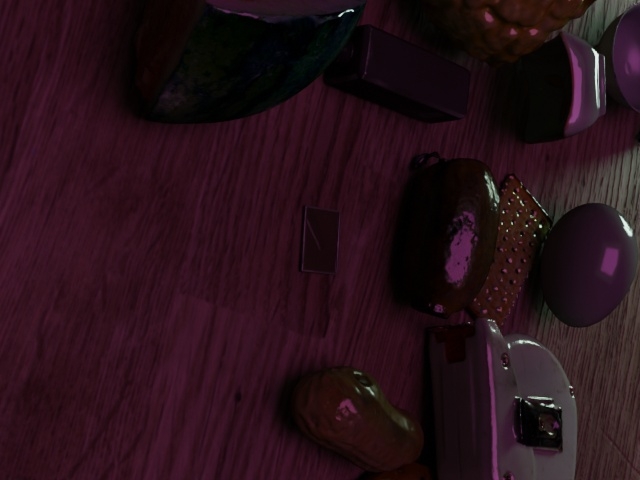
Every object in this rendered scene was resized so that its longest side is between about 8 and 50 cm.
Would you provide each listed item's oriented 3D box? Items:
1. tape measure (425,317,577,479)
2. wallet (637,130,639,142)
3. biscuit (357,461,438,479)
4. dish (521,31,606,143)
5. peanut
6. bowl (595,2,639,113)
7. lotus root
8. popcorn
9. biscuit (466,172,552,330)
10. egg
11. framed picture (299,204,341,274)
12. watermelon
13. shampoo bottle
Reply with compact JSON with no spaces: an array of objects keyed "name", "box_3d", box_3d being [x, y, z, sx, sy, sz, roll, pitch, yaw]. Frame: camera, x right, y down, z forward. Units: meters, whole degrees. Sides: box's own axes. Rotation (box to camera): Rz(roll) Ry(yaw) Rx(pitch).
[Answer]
[{"name":"tape measure","box_3d":[0.268,0.255,1.739,0.265,0.130,0.258,12,69,-42]},{"name":"wallet","box_3d":[0.711,-0.301,2.077,0.075,0.237,0.342,43,63,-29]},{"name":"biscuit","box_3d":[0.115,0.480,1.679,0.359,0.046,0.359,2,88,-42]},{"name":"dish","box_3d":[0.366,-0.225,1.795,0.077,0.212,0.151,-3,91,-7]},{"name":"peanut","box_3d":[0.057,0.238,1.592,0.236,0.120,0.110,32,103,-41]},{"name":"bowl","box_3d":[0.513,-0.296,2.007,0.189,0.086,0.189,1,88,-39]},{"name":"lotus root","box_3d":[0.184,-0.007,1.693,0.123,0.124,0.241,18,77,-30]},{"name":"popcorn","box_3d":[0.269,-0.391,1.697,0.237,0.293,0.293,45,60,-9]},{"name":"biscuit","box_3d":[0.279,0.021,1.845,0.139,0.016,0.231,46,61,-31]},{"name":"egg","box_3d":[0.418,0.039,1.878,0.146,0.146,0.199,25,80,-38]},{"name":"framed picture","box_3d":[0.000,0.000,1.611,0.066,0.006,0.089,6,85,-40]},{"name":"watermelon","box_3d":[-0.092,-0.235,1.454,0.292,0.319,0.222,9,118,-34]},{"name":"shampoo bottle","box_3d":[0.098,-0.231,1.653,0.246,0.080,0.079,15,78,-40]}]
